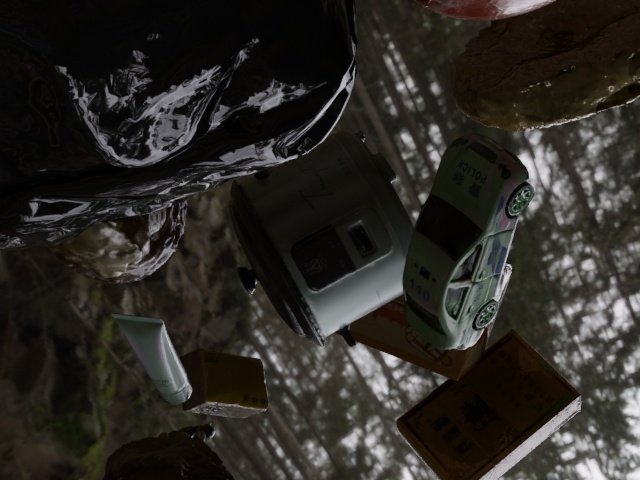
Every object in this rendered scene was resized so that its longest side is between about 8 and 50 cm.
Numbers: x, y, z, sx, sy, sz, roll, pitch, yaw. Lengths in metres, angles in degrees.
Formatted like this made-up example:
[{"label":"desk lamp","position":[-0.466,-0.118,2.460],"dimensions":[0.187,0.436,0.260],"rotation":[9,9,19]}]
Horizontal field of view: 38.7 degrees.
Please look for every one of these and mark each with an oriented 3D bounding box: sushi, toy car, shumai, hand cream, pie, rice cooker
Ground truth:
[{"label":"sushi","position":[-0.245,0.399,1.503],"dimensions":[0.296,0.167,0.179],"rotation":[-22,167,36]},{"label":"toy car","position":[0.131,0.006,0.881],"dimensions":[0.076,0.224,0.090],"rotation":[-19,-137,-33]},{"label":"shumai","position":[-0.137,-0.028,0.630],"dimensions":[0.123,0.139,0.105],"rotation":[-36,-125,-25]},{"label":"hand cream","position":[-0.235,0.168,1.320],"dimensions":[0.078,0.205,0.050],"rotation":[6,-128,17]},{"label":"pie","position":[0.339,-0.269,1.293],"dimensions":[0.339,0.083,0.339],"rotation":[-19,-145,14]},{"label":"rice cooker","position":[0.000,0.000,1.163],"dimensions":[0.227,0.280,0.241],"rotation":[-28,-166,-2]}]

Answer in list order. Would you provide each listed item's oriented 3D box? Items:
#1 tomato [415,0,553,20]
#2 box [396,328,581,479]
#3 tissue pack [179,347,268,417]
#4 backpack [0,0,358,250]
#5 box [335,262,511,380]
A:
[{"label":"tomato","position":[0.138,-0.237,0.682],"dimensions":[0.228,0.112,0.199],"rotation":[-31,-118,-2]},{"label":"box","position":[0.321,0.336,1.746],"dimensions":[0.301,0.084,0.193],"rotation":[-36,-126,-10]},{"label":"tissue pack","position":[-0.196,0.291,1.860],"dimensions":[0.082,0.169,0.120],"rotation":[-32,-125,36]},{"label":"backpack","position":[-0.219,-0.122,0.454],"dimensions":[0.445,0.255,0.363],"rotation":[-20,-151,4]},{"label":"box","position":[0.175,0.095,1.658],"dimensions":[0.283,0.214,0.259],"rotation":[19,-176,17]}]
